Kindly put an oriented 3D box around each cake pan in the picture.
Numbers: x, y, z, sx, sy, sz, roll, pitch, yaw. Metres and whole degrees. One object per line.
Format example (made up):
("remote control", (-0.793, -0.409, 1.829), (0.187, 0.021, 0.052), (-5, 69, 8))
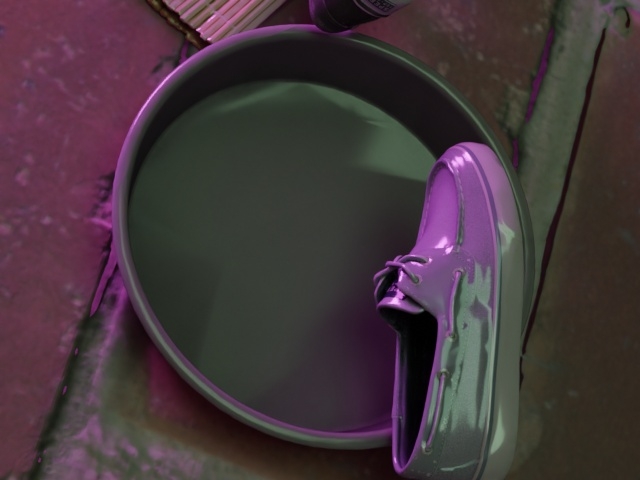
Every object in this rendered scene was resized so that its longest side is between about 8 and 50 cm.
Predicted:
("cake pan", (0.000, 0.000, 1.187), (0.293, 0.054, 0.293), (7, 69, -18))

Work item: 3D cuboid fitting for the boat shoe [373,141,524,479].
("boat shoe", (0.076, 0.043, 1.125), (0.081, 0.079, 0.228), (7, 72, -23))

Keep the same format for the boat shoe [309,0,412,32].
("boat shoe", (0.044, -0.222, 1.253), (0.078, 0.070, 0.219), (48, 40, -17))

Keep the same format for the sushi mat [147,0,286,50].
("sushi mat", (-0.026, -0.273, 1.295), (0.151, 0.019, 0.316), (45, 63, -1))
